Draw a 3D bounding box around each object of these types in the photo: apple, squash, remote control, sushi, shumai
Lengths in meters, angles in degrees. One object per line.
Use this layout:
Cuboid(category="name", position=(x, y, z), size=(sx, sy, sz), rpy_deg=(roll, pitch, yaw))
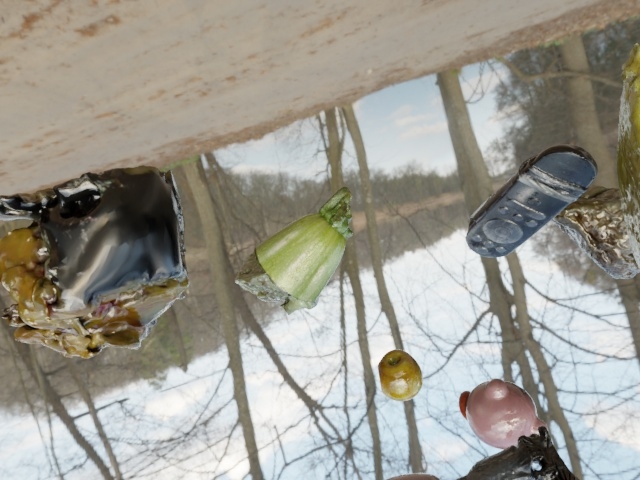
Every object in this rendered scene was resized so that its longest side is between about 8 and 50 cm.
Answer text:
Cuboid(category="apple", position=(0.180, 0.301, 1.108), size=(0.099, 0.102, 0.114), rpy_deg=(-10, -145, 10))
Cuboid(category="squash", position=(0.000, -0.001, 0.599), size=(0.132, 0.105, 0.105), rpy_deg=(-45, 172, 14))
Cuboid(category="remote control", position=(0.296, -0.059, 0.711), size=(0.090, 0.066, 0.266), rpy_deg=(21, 151, -2))
Cuboid(category="sushi", position=(-0.247, 0.032, 0.546), size=(0.199, 0.204, 0.213), rpy_deg=(-10, -179, -14))
Cuboid(category="shumai", position=(0.538, -0.051, 0.877), size=(0.185, 0.218, 0.184), rpy_deg=(-46, -179, 20))
Cuboid(category="shumai", position=(-0.083, 0.111, 1.305), size=(0.255, 0.218, 0.189), rpy_deg=(-17, -148, 19))

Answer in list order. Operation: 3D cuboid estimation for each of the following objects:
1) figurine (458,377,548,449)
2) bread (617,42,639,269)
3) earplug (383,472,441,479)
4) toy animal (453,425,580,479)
Cuboid(category="figurine", position=(0.445, 0.424, 1.206), size=(0.173, 0.173, 0.173), rpy_deg=(-15, 180, 0))
Cuboid(category="bread", position=(0.410, -0.090, 0.475), size=(0.233, 0.245, 0.361), rpy_deg=(-13, -170, 25))
Cuboid(category="earplug", position=(0.148, 0.610, 1.086), size=(0.301, 0.172, 0.172), rpy_deg=(-36, 173, 18))
Cuboid(category="toy animal", position=(0.296, 0.391, 0.794), size=(0.210, 0.121, 0.117), rpy_deg=(-26, 136, 3))
